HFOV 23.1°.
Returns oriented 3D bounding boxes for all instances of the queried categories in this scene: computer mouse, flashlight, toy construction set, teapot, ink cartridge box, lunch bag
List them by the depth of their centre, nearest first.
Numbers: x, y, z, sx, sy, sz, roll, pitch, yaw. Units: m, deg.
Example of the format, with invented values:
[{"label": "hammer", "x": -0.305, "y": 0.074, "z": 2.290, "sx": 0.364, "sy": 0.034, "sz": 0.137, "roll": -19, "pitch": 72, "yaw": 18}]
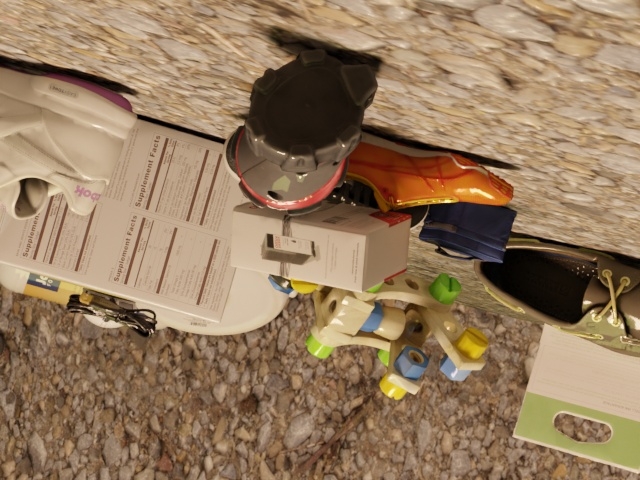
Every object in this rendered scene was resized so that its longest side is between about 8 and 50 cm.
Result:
[{"label": "flashlight", "x": -0.023, "y": -0.079, "z": 1.216, "sx": 0.103, "sy": 0.103, "sz": 0.304, "roll": 18, "pitch": 177, "yaw": 0}, {"label": "ink cartridge box", "x": 0.000, "y": 0.000, "z": 1.404, "sx": 0.135, "sy": 0.056, "sz": 0.099, "roll": 11, "pitch": -165, "yaw": 26}, {"label": "lunch bag", "x": 0.153, "y": -0.012, "z": 1.667, "sx": 0.098, "sy": 0.065, "sz": 0.067, "roll": 17, "pitch": 175, "yaw": -25}, {"label": "toy construction set", "x": 0.044, "y": 0.025, "z": 1.675, "sx": 0.215, "sy": 0.151, "sz": 0.328, "roll": 21, "pitch": -162, "yaw": -21}, {"label": "ink cartridge box", "x": 0.343, "y": 0.145, "z": 1.867, "sx": 0.171, "sy": 0.235, "sz": 0.056, "roll": 13, "pitch": 175, "yaw": 32}, {"label": "computer mouse", "x": -0.252, "y": 0.086, "z": 1.870, "sx": 0.106, "sy": 0.042, "sz": 0.193, "roll": 15, "pitch": 179, "yaw": -9}, {"label": "teapot", "x": -0.143, "y": -0.002, "z": 2.130, "sx": 0.252, "sy": 0.187, "sz": 0.256, "roll": -20, "pitch": 137, "yaw": 32}]

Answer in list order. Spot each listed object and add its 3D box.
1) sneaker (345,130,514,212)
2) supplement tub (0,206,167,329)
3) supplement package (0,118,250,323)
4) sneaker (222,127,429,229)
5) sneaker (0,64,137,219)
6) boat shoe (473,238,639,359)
[{"label": "sneaker", "x": 0.087, "y": -0.051, "z": 1.400, "sx": 0.175, "sy": 0.067, "sz": 0.064, "roll": 12, "pitch": 173, "yaw": 15}, {"label": "supplement tub", "x": -0.345, "y": -0.013, "z": 2.297, "sx": 0.316, "sy": 0.228, "sz": 0.228, "roll": 16, "pitch": 176, "yaw": -12}, {"label": "supplement package", "x": -0.219, "y": -0.033, "z": 1.805, "sx": 0.262, "sy": 0.198, "sz": 0.199, "roll": 16, "pitch": 177, "yaw": -6}, {"label": "sneaker", "x": 0.016, "y": -0.055, "z": 1.505, "sx": 0.216, "sy": 0.079, "sz": 0.121, "roll": 17, "pitch": 175, "yaw": -14}, {"label": "sneaker", "x": -0.337, "y": -0.109, "z": 1.587, "sx": 0.305, "sy": 0.152, "sz": 0.114, "roll": 15, "pitch": 178, "yaw": 28}, {"label": "boat shoe", "x": 0.320, "y": 0.068, "z": 1.813, "sx": 0.305, "sy": 0.109, "sz": 0.091, "roll": 17, "pitch": -178, "yaw": 32}]
